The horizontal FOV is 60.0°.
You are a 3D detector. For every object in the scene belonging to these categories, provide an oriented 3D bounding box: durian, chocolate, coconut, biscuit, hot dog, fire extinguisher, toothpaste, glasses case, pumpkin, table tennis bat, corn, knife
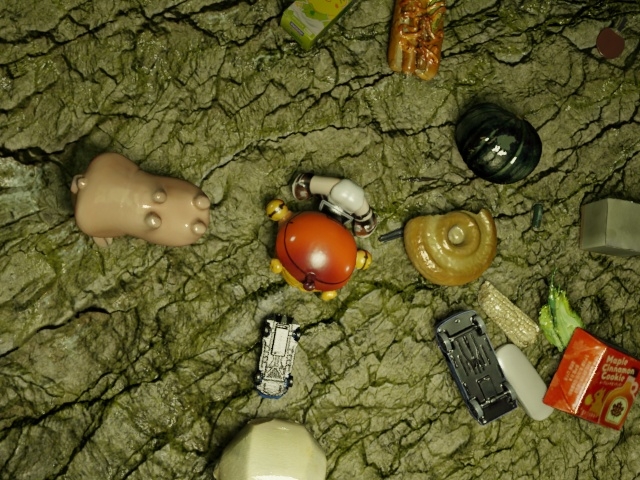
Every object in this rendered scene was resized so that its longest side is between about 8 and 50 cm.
[{"bbox_3d":[0.687,0.228,1.564,0.132,0.106,0.375,-34,113,-4],"label":"durian"},{"bbox_3d":[0.762,0.388,1.523,0.237,0.108,0.234,25,90,-25],"label":"chocolate"},{"bbox_3d":[-0.125,0.540,1.308,0.247,0.245,0.244,16,80,-8],"label":"coconut"},{"bbox_3d":[0.373,0.020,1.536,0.274,0.091,0.213,-12,87,-20],"label":"biscuit"},{"bbox_3d":[0.288,-0.634,1.593,0.158,0.117,0.348,11,81,-11],"label":"hot dog"},{"bbox_3d":[0.643,-0.081,1.645,0.038,0.025,0.083,12,80,14],"label":"fire extinguisher"},{"bbox_3d":[0.029,-0.688,1.568,0.110,0.077,0.327,42,77,-3],"label":"toothpaste"},{"bbox_3d":[0.568,0.396,1.553,0.092,0.059,0.233,-37,91,-15],"label":"glasses case"},{"bbox_3d":[0.489,-0.267,1.557,0.250,0.216,0.249,20,52,-27],"label":"pumpkin"},{"bbox_3d":[0.943,-0.653,1.782,0.095,0.014,0.158,34,80,-4],"label":"table tennis bat"},{"bbox_3d":[0.519,0.212,1.555,0.211,0.087,0.087,42,77,-2],"label":"corn"},{"bbox_3d":[0.218,-0.015,1.555,0.121,0.018,0.031,-18,85,-11],"label":"knife"}]

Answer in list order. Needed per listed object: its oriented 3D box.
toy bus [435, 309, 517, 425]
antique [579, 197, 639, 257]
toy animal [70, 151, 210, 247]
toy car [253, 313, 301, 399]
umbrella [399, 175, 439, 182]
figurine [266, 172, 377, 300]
[{"bbox_3d":[0.406,0.333,1.492,0.126,0.133,0.292,-25,91,-8],"label":"toy bus"},{"bbox_3d":[0.857,-0.034,1.619,0.152,0.148,0.146,10,80,-9],"label":"antique"},{"bbox_3d":[-0.432,-0.089,1.338,0.326,0.269,0.237,19,79,-41],"label":"toy animal"},{"bbox_3d":[-0.113,0.298,1.427,0.103,0.063,0.216,10,87,-10],"label":"toy car"},{"bbox_3d":[0.284,-0.174,1.590,0.122,0.013,0.022,2,61,-10],"label":"umbrella"},{"bbox_3d":[0.002,-0.003,1.418,0.320,0.196,0.323,28,68,-13],"label":"figurine"}]
